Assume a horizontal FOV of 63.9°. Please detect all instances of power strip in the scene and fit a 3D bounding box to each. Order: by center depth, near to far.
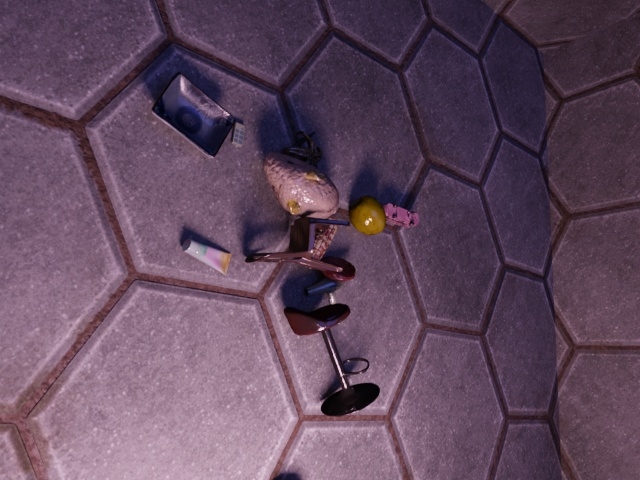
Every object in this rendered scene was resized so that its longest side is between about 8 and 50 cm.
[{"bbox_3d":[-0.290,-0.373,1.809,0.040,0.016,0.090,18,71,-36],"label":"power strip"}]

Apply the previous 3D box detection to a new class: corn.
[{"bbox_3d":[0.000,0.000,1.949,0.079,0.080,0.237,43,60,-26],"label":"corn"}]

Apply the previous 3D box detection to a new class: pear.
[{"bbox_3d":[0.192,-0.097,2.081,0.149,0.149,0.162,-48,113,-36],"label":"pear"}]

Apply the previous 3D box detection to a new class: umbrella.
[{"bbox_3d":[-0.097,-0.360,1.967,0.044,0.044,0.269,41,44,3],"label":"umbrella"}]

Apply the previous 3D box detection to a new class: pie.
[{"bbox_3d":[0.067,0.109,1.955,0.155,0.154,0.036,-7,127,-41],"label":"pie"}]

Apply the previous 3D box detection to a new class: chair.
[{"bbox_3d":[-0.084,0.005,1.771,0.327,0.176,0.183,9,83,-30],"label":"chair"},{"bbox_3d":[0.039,0.385,1.805,0.227,0.227,0.400,-27,99,-40],"label":"chair"}]

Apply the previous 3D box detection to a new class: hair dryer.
[{"bbox_3d":[0.013,0.230,1.942,0.167,0.067,0.199,-1,97,-31],"label":"hair dryer"}]

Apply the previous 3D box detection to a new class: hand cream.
[{"bbox_3d":[-0.361,0.046,1.654,0.174,0.047,0.076,32,60,-41],"label":"hand cream"}]

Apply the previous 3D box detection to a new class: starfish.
[{"bbox_3d":[-0.059,-0.331,1.928,0.190,0.074,0.146,18,84,-56],"label":"starfish"}]

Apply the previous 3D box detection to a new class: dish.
[{"bbox_3d":[-0.418,-0.394,1.662,0.243,0.080,0.181,37,59,-27],"label":"dish"}]

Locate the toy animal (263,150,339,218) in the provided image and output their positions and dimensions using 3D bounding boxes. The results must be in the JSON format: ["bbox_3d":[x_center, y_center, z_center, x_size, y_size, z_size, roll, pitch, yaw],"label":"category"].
[{"bbox_3d":[-0.050,-0.172,1.837,0.358,0.226,0.188,27,103,-40],"label":"toy animal"}]

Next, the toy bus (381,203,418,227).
[{"bbox_3d":[0.339,-0.109,2.244,0.203,0.090,0.063,16,72,-37],"label":"toy bus"}]
